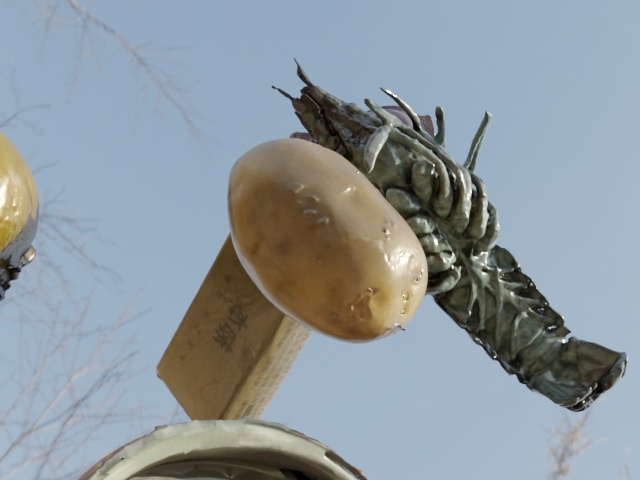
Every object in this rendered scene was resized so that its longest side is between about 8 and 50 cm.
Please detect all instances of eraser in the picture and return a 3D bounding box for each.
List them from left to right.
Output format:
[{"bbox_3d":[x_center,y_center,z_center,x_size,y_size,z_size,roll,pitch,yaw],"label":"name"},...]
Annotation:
[{"bbox_3d":[-0.075,0.077,1.218,0.144,0.078,0.343,45,-64,35],"label":"eraser"}]

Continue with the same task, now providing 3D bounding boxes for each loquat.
[{"bbox_3d":[-0.427,-0.029,1.135,0.244,0.244,0.243,11,-54,15],"label":"loquat"}]

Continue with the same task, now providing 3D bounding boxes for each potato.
[{"bbox_3d":[0.000,0.000,0.713,0.109,0.118,0.178,-48,-121,9],"label":"potato"}]

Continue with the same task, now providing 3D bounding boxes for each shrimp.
[{"bbox_3d":[0.110,-0.002,0.923,0.410,0.221,0.166,49,-11,-16],"label":"shrimp"}]

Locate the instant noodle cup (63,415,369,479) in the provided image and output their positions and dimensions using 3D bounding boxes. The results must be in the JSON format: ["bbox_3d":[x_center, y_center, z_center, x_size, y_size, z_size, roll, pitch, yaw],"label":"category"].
[{"bbox_3d":[-0.062,0.174,0.379,0.213,0.213,0.174,40,-45,-7],"label":"instant noodle cup"}]

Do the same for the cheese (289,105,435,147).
[{"bbox_3d":[0.051,-0.118,1.261,0.191,0.105,0.042,-10,-26,15],"label":"cheese"}]
